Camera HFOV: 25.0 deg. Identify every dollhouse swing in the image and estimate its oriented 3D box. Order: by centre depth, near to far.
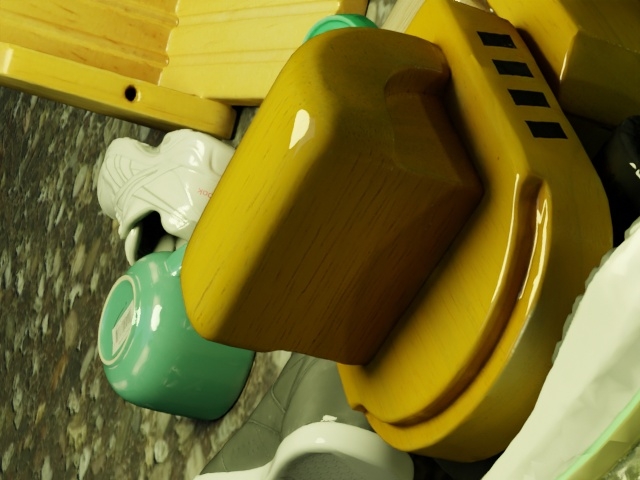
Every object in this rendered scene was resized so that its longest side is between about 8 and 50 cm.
[{"bbox_3d":[-0.135,-0.283,1.203,0.305,0.315,0.347,-172,97,-74],"label":"dollhouse swing"}]

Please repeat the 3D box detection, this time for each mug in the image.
[{"bbox_3d":[-0.118,0.061,1.171,0.129,0.097,0.158,7,83,63],"label":"mug"}]

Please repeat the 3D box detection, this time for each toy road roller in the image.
[{"bbox_3d":[0.051,-0.039,0.737,0.202,0.240,0.329,-58,32,30],"label":"toy road roller"}]

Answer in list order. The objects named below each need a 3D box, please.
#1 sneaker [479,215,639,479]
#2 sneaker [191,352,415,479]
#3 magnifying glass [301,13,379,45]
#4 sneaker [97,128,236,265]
[{"bbox_3d":[0.146,0.160,0.590,0.182,0.158,0.410,48,126,39],"label":"sneaker"},{"bbox_3d":[0.001,0.114,0.936,0.296,0.104,0.147,-45,21,60],"label":"sneaker"},{"bbox_3d":[-0.011,-0.084,1.097,0.092,0.026,0.231,63,144,19],"label":"magnifying glass"},{"bbox_3d":[-0.151,-0.027,1.265,0.232,0.090,0.115,-11,52,62],"label":"sneaker"}]
